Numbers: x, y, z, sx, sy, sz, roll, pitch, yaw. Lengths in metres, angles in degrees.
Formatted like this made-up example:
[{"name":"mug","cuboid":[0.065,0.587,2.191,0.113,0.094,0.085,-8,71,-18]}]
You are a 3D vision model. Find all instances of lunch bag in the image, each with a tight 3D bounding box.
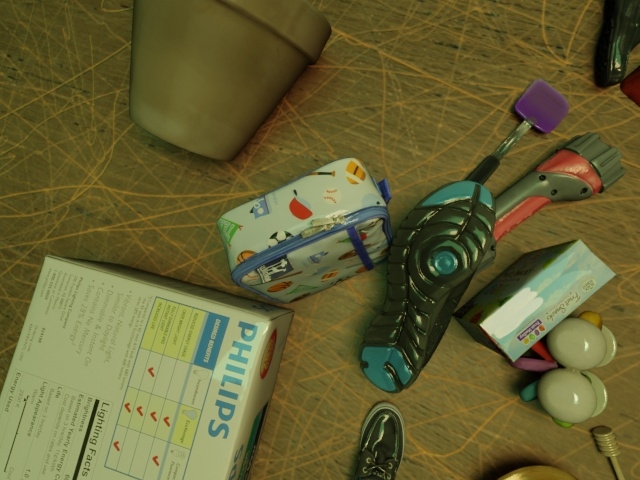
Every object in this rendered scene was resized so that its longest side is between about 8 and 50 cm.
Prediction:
[{"name":"lunch bag","cuboid":[0.000,0.000,0.625,0.243,0.303,0.114,-22,73,5]}]

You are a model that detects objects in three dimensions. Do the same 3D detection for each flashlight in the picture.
[{"name":"flashlight","cuboid":[0.346,-0.049,0.694,0.304,0.103,0.103,-40,37,5]}]

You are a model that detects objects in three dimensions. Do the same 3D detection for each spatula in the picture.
[{"name":"spatula","cuboid":[0.331,-0.165,0.737,0.084,0.030,0.296,42,90,7]}]

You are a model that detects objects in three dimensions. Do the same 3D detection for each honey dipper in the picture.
[{"name":"honey dipper","cuboid":[0.483,0.384,0.663,0.031,0.030,0.160,-19,86,5]}]

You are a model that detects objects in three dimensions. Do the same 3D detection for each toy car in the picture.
[{"name":"toy car","cuboid":[0.372,0.193,0.651,0.136,0.159,0.181,9,85,43]}]

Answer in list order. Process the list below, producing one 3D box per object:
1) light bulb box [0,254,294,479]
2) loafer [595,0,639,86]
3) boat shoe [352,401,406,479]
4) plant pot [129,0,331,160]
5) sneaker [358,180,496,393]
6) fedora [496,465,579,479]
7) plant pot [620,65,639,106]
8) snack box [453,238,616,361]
[{"name":"light bulb box","cuboid":[-0.270,0.242,0.674,0.362,0.225,0.357,14,85,8]},{"name":"loafer","cuboid":[0.535,-0.372,0.710,0.078,0.076,0.223,13,82,16]},{"name":"boat shoe","cuboid":[0.089,0.391,0.686,0.080,0.076,0.228,18,87,9]},{"name":"plant pot","cuboid":[-0.183,-0.301,0.705,0.323,0.323,0.280,28,105,9]},{"name":"sneaker","cuboid":[0.165,0.067,0.651,0.125,0.140,0.340,30,104,23]},{"name":"fedora","cuboid":[0.332,0.440,0.649,0.195,0.079,0.194,0,82,2]},{"name":"plant pot","cuboid":[0.702,-0.277,0.599,0.267,0.236,0.267,-42,81,2]},{"name":"snack box","cuboid":[0.304,0.088,0.625,0.174,0.207,0.070,-41,81,3]}]
